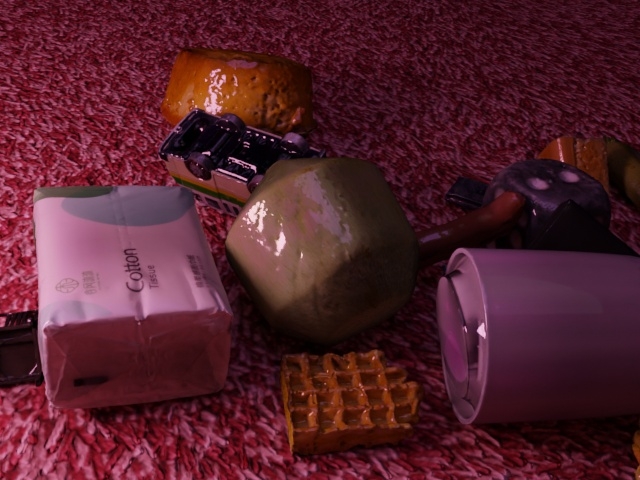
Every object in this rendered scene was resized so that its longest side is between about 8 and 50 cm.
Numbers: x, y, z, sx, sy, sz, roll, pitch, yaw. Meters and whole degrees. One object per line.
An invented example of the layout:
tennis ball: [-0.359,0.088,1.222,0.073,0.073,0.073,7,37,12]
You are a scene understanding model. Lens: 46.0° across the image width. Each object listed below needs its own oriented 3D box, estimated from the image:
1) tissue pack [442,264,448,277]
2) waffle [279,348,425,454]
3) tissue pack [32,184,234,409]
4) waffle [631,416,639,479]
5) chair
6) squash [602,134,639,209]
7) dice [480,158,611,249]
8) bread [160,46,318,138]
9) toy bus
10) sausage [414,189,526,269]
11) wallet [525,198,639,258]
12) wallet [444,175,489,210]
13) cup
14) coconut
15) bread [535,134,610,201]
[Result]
tissue pack: [0.291,0.110,1.289,0.169,0.082,0.120,4,36,-3]
waffle: [0.051,0.230,1.110,0.210,0.055,0.160,-3,37,-10]
tissue pack: [-0.300,0.067,1.169,0.266,0.194,0.356,-3,36,-21]
waffle: [0.544,0.341,1.020,0.243,0.059,0.238,17,37,13]
chair: [-0.458,0.162,1.137,0.084,0.101,0.212,-6,0,-17]
squash: [0.708,-0.152,1.714,0.094,0.094,0.341,-2,38,-11]
dice: [0.422,-0.039,1.432,0.183,0.182,0.181,-12,37,-24]
bread: [-0.178,-0.327,1.696,0.336,0.204,0.358,-9,25,-34]
toy bus: [-0.146,-0.128,1.481,0.305,0.179,0.143,20,59,20]
sausage: [0.227,-0.001,1.351,0.304,0.078,0.078,-25,37,6]
wallet: [0.474,0.057,1.289,0.250,0.149,0.044,40,-2,-2]
wallet: [0.360,-0.089,1.626,0.166,0.030,0.111,21,33,18]
cup: [0.360,0.140,1.105,0.371,0.253,0.253,1,35,-5]
coconut: [0.000,0.000,1.238,0.328,0.281,0.328,-1,72,4]
bread: [0.562,-0.138,1.704,0.140,0.169,0.160,-1,-5,-10]
